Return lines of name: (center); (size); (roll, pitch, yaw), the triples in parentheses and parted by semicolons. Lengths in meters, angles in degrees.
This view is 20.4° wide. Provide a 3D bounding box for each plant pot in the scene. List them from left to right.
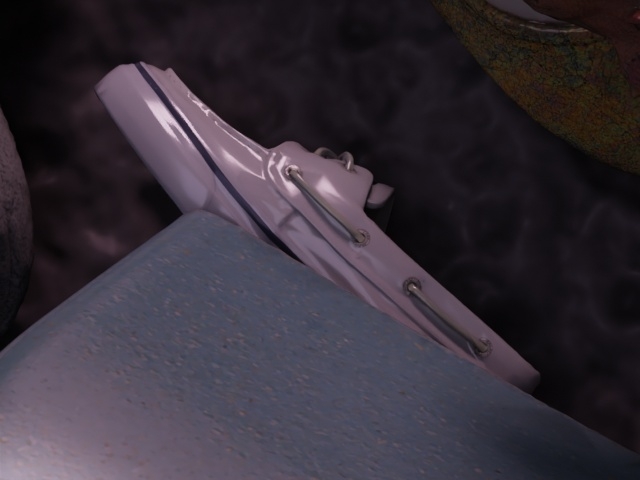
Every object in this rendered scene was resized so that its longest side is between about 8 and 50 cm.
plant pot: (-0.047, 0.175, 0.621); (0.247, 0.252, 0.247); (29, 116, 18)

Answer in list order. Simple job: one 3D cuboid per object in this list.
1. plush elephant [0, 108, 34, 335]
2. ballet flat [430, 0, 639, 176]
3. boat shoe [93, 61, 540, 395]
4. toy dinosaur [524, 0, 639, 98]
plush elephant: (-0.237, -0.081, 0.758); (0.272, 0.255, 0.330); (18, 133, -18)
ballet flat: (0.064, -0.181, 0.717); (0.123, 0.123, 0.348); (-29, 78, 15)
boat shoe: (0.000, 0.000, 0.754); (0.076, 0.083, 0.226); (-40, 83, -4)
toy dinosaur: (0.226, -0.094, 0.608); (0.296, 0.200, 0.127); (-26, 78, 13)
